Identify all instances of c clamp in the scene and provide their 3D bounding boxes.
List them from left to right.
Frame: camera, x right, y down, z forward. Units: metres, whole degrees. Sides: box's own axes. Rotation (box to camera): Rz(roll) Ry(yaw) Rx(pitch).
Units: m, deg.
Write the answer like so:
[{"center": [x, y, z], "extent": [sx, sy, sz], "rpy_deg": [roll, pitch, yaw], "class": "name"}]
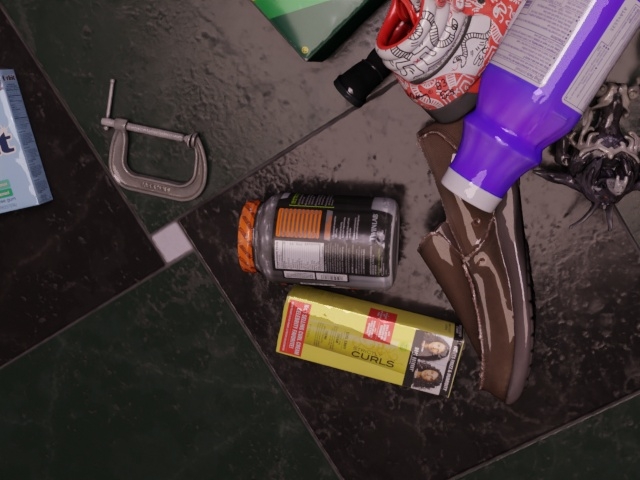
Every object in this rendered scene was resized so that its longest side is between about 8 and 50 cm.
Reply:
[{"center": [-0.220, -0.124, 1.074], "extent": [0.160, 0.022, 0.137], "rpy_deg": [18, 105, 6], "class": "c clamp"}]

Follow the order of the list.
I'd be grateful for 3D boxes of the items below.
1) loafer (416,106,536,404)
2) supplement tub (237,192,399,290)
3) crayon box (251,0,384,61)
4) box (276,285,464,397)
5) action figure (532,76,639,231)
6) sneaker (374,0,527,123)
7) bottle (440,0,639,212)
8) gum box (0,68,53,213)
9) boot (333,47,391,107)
[{"center": [0.186, 0.015, 0.986], "extent": [0.130, 0.134, 0.366], "rpy_deg": [-6, 92, 16], "class": "loafer"}, {"center": [0.000, 0.000, 1.013], "extent": [0.190, 0.117, 0.117], "rpy_deg": [4, 104, 10], "class": "supplement tub"}, {"center": [-0.016, -0.442, 0.913], "extent": [0.313, 0.106, 0.363], "rpy_deg": [-42, 90, 17], "class": "crayon box"}, {"center": [0.065, 0.128, 1.060], "extent": [0.232, 0.058, 0.087], "rpy_deg": [15, 106, 7], "class": "box"}, {"center": [0.332, -0.138, 0.908], "extent": [0.164, 0.141, 0.276], "rpy_deg": [6, 101, 6], "class": "action figure"}, {"center": [0.178, -0.269, 0.886], "extent": [0.270, 0.090, 0.145], "rpy_deg": [-49, 126, 7], "class": "sneaker"}, {"center": [0.225, -0.163, 0.838], "extent": [0.092, 0.118, 0.283], "rpy_deg": [22, 106, -29], "class": "bottle"}, {"center": [-0.468, -0.124, 1.110], "extent": [0.156, 0.041, 0.185], "rpy_deg": [-11, 100, 13], "class": "gum box"}, {"center": [0.069, -0.209, 0.952], "extent": [0.045, 0.121, 0.099], "rpy_deg": [44, 113, -3], "class": "boot"}]
